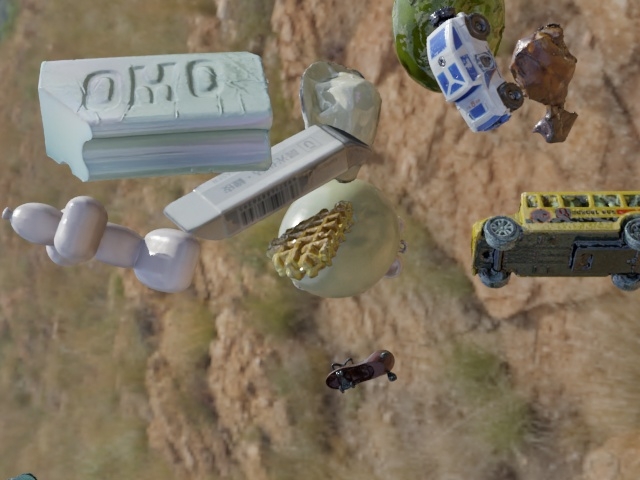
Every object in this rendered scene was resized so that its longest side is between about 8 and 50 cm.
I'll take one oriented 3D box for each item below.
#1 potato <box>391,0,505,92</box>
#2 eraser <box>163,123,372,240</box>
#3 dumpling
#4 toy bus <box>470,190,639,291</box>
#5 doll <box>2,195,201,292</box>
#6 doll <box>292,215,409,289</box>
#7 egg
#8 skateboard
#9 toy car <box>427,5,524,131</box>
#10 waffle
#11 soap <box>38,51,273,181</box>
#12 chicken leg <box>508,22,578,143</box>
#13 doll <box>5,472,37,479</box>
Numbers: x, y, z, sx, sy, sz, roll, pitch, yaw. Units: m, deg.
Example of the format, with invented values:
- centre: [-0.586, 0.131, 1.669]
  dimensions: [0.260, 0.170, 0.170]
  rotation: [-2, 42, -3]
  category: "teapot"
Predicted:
- centre: [0.207, -0.362, 1.636]
  dimensions: [0.148, 0.186, 0.253]
  rotation: [-75, -1, -48]
  category: "potato"
- centre: [-0.075, -0.094, 1.578]
  dimensions: [0.089, 0.352, 0.061]
  rotation: [37, 150, 41]
  category: "eraser"
- centre: [0.027, -0.223, 1.767]
  dimensions: [0.142, 0.173, 0.247]
  rotation: [-29, 47, 42]
  category: "dumpling"
- centre: [0.396, -0.006, 1.513]
  dimensions: [0.121, 0.336, 0.123]
  rotation: [86, -175, -50]
  category: "toy bus"
- centre: [-0.201, 0.000, 0.907]
  dimensions: [0.160, 0.161, 0.059]
  rotation: [-3, 69, 64]
  category: "doll"
- centre: [0.051, 0.017, 2.152]
  dimensions: [0.119, 0.278, 0.154]
  rotation: [-34, -67, -74]
  category: "doll"
- centre: [0.037, -0.006, 1.853]
  dimensions: [0.219, 0.219, 0.269]
  rotation: [-61, -5, 36]
  category: "egg"
- centre: [0.083, 0.269, 2.121]
  dimensions: [0.080, 0.151, 0.067]
  rotation: [-91, -18, -71]
  category: "skateboard"
- centre: [0.192, -0.225, 1.319]
  dimensions: [0.080, 0.070, 0.170]
  rotation: [-33, 81, 57]
  category: "toy car"
- centre: [0.000, 0.000, 1.489]
  dimensions: [0.046, 0.161, 0.192]
  rotation: [66, 169, -17]
  category: "waffle"
- centre: [-0.212, -0.164, 1.303]
  dimensions: [0.172, 0.290, 0.095]
  rotation: [-103, 11, -49]
  category: "soap"
- centre: [0.412, -0.263, 1.796]
  dimensions: [0.113, 0.304, 0.093]
  rotation: [-22, 58, 11]
  category: "chicken leg"
- centre: [-0.489, 0.341, 1.395]
  dimensions: [0.158, 0.159, 0.059]
  rotation: [-54, -9, 9]
  category: "doll"
